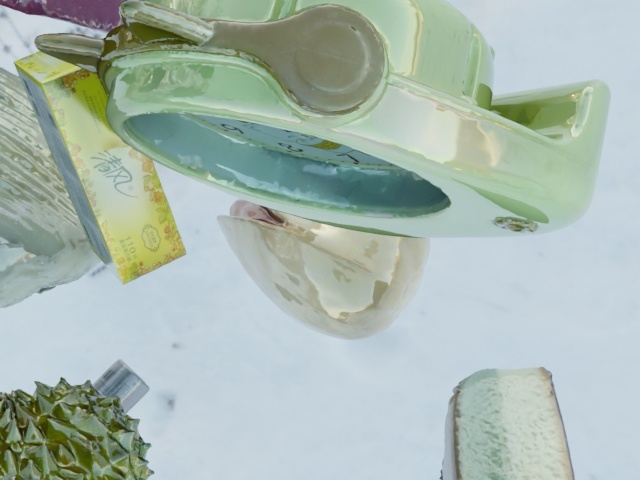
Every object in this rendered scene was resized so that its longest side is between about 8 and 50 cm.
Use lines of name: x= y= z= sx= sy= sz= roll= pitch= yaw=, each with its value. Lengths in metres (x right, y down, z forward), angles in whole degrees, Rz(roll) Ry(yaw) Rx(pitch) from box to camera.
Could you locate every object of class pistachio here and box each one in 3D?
pistachio: x=0.000 y=0.000 z=1.279 sx=0.299 sy=0.187 sz=0.187 roll=29 pitch=91 yaw=46

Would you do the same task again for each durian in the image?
durian: x=-0.193 y=0.156 z=0.844 sx=0.187 sy=0.119 sz=0.108 roll=44 pitch=88 yaw=5

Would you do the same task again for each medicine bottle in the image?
medicine bottle: x=-0.296 y=0.233 z=1.389 sx=0.058 sy=0.057 sz=0.199 roll=39 pitch=78 yaw=26

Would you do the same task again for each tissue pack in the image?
tissue pack: x=-0.171 y=-0.064 z=0.896 sx=0.062 sy=0.176 sz=0.095 roll=-27 pitch=28 yaw=-18

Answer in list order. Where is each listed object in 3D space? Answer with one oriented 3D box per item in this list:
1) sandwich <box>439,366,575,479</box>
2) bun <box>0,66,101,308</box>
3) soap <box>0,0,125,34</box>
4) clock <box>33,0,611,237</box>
sandwich: x=0.162 y=0.234 z=0.962 sx=0.108 sy=0.186 sz=0.220 roll=0 pitch=99 yaw=0
bun: x=-0.297 y=-0.048 z=1.021 sx=0.141 sy=0.239 sz=0.239 roll=-39 pitch=65 yaw=32
soap: x=-0.329 y=-0.338 z=1.021 sx=0.128 sy=0.360 sz=0.233 roll=35 pitch=110 yaw=58
clock: x=-0.005 y=-0.098 z=0.777 sx=0.286 sy=0.348 sz=0.117 roll=0 pitch=73 yaw=55
